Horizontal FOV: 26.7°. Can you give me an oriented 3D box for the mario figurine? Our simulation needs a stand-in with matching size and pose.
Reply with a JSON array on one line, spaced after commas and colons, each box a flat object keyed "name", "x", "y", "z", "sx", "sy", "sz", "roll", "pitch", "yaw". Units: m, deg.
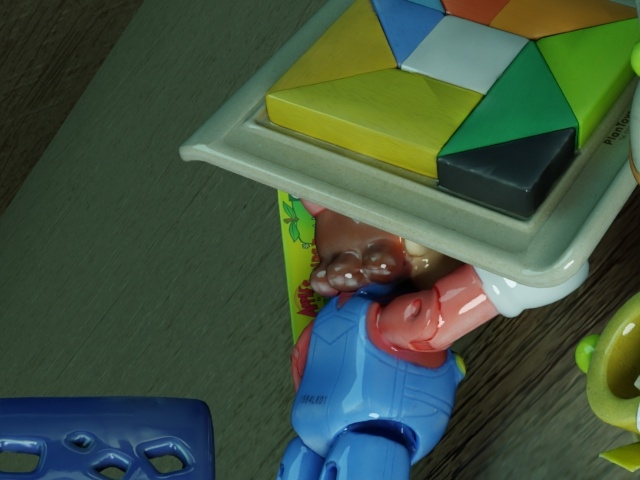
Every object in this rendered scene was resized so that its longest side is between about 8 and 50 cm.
[{"name": "mario figurine", "x": 0.062, "y": 0.072, "z": 0.762, "sx": 0.198, "sy": 0.170, "sz": 0.321, "roll": 5, "pitch": 74, "yaw": 30}]

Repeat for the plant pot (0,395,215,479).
[{"name": "plant pot", "x": -0.172, "y": 0.244, "z": 0.796, "sx": 0.212, "sy": 0.235, "sz": 0.236, "roll": -119, "pitch": 32, "yaw": -61}]

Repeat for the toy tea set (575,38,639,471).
[{"name": "toy tea set", "x": 0.187, "y": 0.002, "z": 0.473, "sx": 0.200, "sy": 0.124, "sz": 0.336, "roll": -63, "pitch": 19, "yaw": -6}]

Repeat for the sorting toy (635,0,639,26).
[{"name": "sorting toy", "x": 0.217, "y": -0.099, "z": 0.400, "sx": 0.257, "sy": 0.089, "sz": 0.255, "roll": -19, "pitch": 31, "yaw": 20}]

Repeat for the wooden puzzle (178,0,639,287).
[{"name": "wooden puzzle", "x": 0.074, "y": -0.088, "z": 0.718, "sx": 0.238, "sy": 0.044, "sz": 0.221, "roll": 18, "pitch": 50, "yaw": 29}]

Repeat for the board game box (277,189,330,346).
[{"name": "board game box", "x": 0.000, "y": 0.000, "z": 0.914, "sx": 0.092, "sy": 0.043, "sz": 0.181, "roll": -88, "pitch": -5, "yaw": -53}]
